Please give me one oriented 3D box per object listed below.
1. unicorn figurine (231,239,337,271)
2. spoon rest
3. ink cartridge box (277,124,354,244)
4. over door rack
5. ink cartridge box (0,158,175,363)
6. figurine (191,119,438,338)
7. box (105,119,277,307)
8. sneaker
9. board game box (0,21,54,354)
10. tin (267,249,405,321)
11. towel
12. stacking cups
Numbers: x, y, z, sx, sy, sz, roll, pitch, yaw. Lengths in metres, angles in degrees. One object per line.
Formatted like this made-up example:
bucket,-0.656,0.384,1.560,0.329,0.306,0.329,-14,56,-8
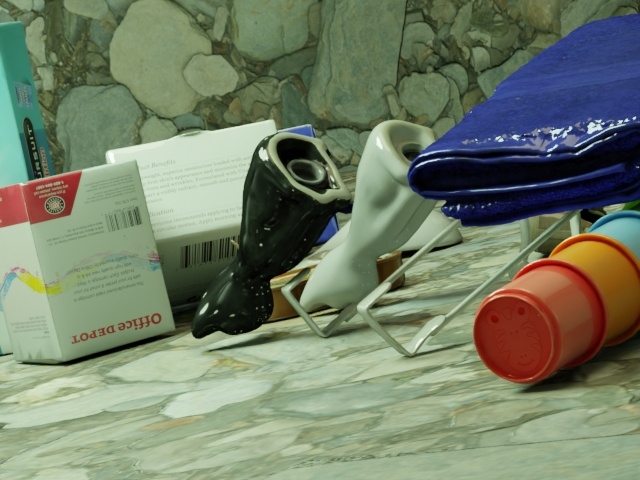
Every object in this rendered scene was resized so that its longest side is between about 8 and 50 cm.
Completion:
unicorn figurine,-0.006,0.029,2.047,0.111,0.060,0.162,-11,-11,20
spoon rest,0.022,0.000,2.246,0.276,0.084,0.137,1,6,-3
ink cartridge box,-0.148,-0.032,2.394,0.395,0.151,0.270,-15,0,-15
over door rack,0.153,0.013,1.634,0.324,0.108,0.239,-28,9,-15
ink cartridge box,-0.240,0.022,1.941,0.128,0.176,0.127,-14,3,-31
figurine,0.000,0.000,1.767,0.215,0.092,0.209,-10,-39,-41
box,-0.125,-0.022,2.092,0.181,0.119,0.182,-11,-24,-9
sneaker,0.255,-0.019,1.984,0.071,0.066,0.188,7,16,18
board game box,-0.406,-0.039,2.092,0.253,0.336,0.079,-11,5,16
tin,-0.006,0.045,1.933,0.189,0.040,0.106,-14,10,-26
towel,0.232,-0.101,1.533,0.227,0.076,0.308,-6,21,36
stacking cups,0.208,0.033,1.373,0.096,0.096,0.316,-8,11,34
